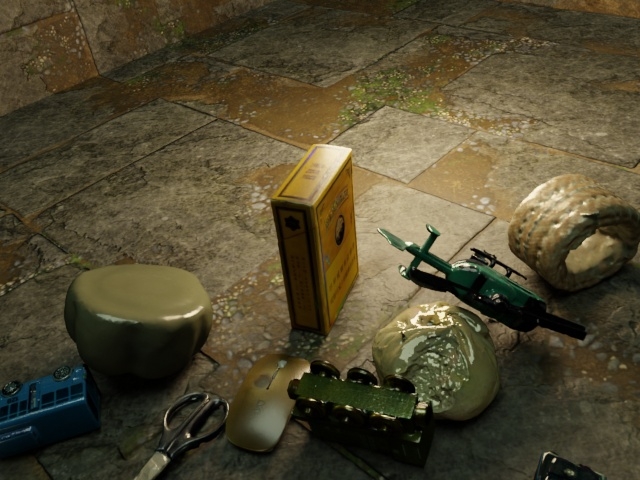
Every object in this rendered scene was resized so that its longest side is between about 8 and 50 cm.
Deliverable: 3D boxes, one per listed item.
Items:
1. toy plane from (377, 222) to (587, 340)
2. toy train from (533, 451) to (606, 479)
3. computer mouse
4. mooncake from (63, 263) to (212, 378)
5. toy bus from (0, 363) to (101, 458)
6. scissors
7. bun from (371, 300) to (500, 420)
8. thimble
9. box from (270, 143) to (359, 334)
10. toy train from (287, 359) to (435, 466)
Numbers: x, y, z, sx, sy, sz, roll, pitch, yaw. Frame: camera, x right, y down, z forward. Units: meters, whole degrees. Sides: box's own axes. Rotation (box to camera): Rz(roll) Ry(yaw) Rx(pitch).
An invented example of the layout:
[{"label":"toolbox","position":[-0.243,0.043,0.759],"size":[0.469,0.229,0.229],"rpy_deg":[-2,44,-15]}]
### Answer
[{"label":"toy plane","position":[0.258,0.070,1.046],"size":[0.381,0.106,0.155],"rpy_deg":[30,12,-10]},{"label":"toy train","position":[0.249,0.439,0.702],"size":[0.086,0.089,0.409],"rpy_deg":[17,45,20]},{"label":"computer mouse","position":[-0.085,0.262,1.035],"size":[0.102,0.045,0.199],"rpy_deg":[9,41,18]},{"label":"mooncake","position":[-0.333,0.140,1.131],"size":[0.274,0.135,0.275],"rpy_deg":[12,22,-5]},{"label":"toy bus","position":[-0.474,0.290,1.039],"size":[0.184,0.090,0.106],"rpy_deg":[-16,40,-10]},{"label":"scissors","position":[-0.251,0.346,0.955],"size":[0.109,0.022,0.300],"rpy_deg":[11,36,24]},{"label":"bun","position":[0.192,0.186,1.021],"size":[0.209,0.116,0.237],"rpy_deg":[-10,35,-3]},{"label":"thimble","position":[0.483,-0.012,1.165],"size":[0.229,0.196,0.148],"rpy_deg":[7,31,-32]},{"label":"box","position":[0.000,0.000,1.147],"size":[0.084,0.302,0.193],"rpy_deg":[9,41,19]},{"label":"toy train","position":[0.061,0.261,0.936],"size":[0.225,0.137,0.090],"rpy_deg":[6,47,24]}]
